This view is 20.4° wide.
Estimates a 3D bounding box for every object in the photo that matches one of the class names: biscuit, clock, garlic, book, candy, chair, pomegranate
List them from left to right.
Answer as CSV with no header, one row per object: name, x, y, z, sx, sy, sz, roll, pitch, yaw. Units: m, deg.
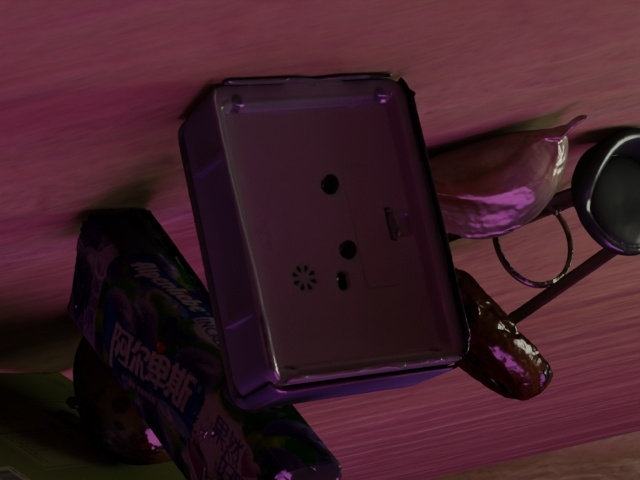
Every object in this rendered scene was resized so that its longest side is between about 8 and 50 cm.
book,-0.237,0.182,1.535,0.239,0.035,0.352,28,-172,23
pomegranate,-0.138,0.123,1.554,0.148,0.148,0.169,-26,168,40
candy,-0.085,0.092,1.182,0.061,0.312,0.088,-6,124,-30
clock,-0.001,0.000,1.103,0.144,0.193,0.073,-5,165,-27
biscuit,0.121,0.069,1.517,0.049,0.192,0.192,-45,167,-7
garlic,0.131,-0.040,1.313,0.152,0.066,0.084,-13,163,10
chair,0.198,-0.007,1.436,0.104,0.095,0.221,-17,169,-34
